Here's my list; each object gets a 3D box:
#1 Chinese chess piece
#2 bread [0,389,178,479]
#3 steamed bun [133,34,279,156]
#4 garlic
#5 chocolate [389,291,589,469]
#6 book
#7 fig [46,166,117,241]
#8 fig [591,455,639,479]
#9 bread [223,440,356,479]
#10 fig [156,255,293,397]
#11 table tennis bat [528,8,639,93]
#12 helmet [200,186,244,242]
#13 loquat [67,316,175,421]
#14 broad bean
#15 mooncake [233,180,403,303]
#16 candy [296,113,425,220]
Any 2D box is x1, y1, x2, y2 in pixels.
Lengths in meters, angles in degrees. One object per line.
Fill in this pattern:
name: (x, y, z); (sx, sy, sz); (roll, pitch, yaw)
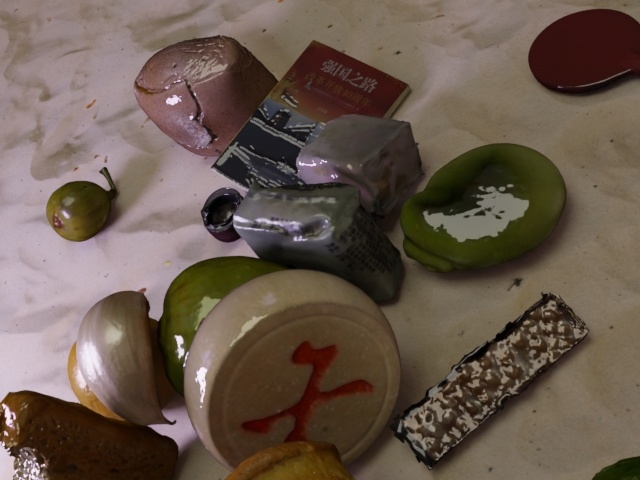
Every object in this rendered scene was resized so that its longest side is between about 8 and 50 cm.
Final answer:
Chinese chess piece: (-0.042, 0.207, 1.385); (0.338, 0.338, 0.140); (-42, 31, -2)
bread: (-0.386, 0.362, 1.455); (0.109, 0.380, 0.185); (11, 74, 34)
steamed bun: (-0.259, -0.304, 2.020); (0.301, 0.251, 0.199); (-13, 61, 30)
garlic: (-0.322, 0.196, 1.524); (0.145, 0.164, 0.245); (-27, 68, 22)
chocolate: (0.258, 0.214, 1.377); (0.329, 0.065, 0.102); (-40, 63, 1)
book: (-0.022, -0.233, 1.888); (0.262, 0.028, 0.374); (30, 76, 27)
fig: (-0.547, -0.075, 2.115); (0.148, 0.186, 0.142); (33, 118, 30)
fig: (0.386, 0.334, 1.069); (0.203, 0.235, 0.203); (-22, 43, 22)
bread: (-0.059, 0.445, 1.216); (0.204, 0.358, 0.337); (37, 105, 26)
fig: (-0.116, 0.148, 1.552); (0.326, 0.258, 0.258); (-10, 47, -2)
table tennis bat: (0.516, -0.341, 1.657); (0.200, 0.038, 0.310); (-48, 44, -8)
helmet: (-0.192, -0.046, 1.876); (0.098, 0.070, 0.123); (-22, 40, 10)
loquat: (-0.360, 0.232, 1.674); (0.208, 0.208, 0.208); (-18, 48, 21)
broad bean: (0.270, -0.056, 1.538); (0.291, 0.119, 0.238); (-19, 47, 19)
mooncake: (0.001, -0.005, 1.585); (0.250, 0.254, 0.136); (3, 56, 32)
candy: (0.073, -0.138, 1.700); (0.195, 0.137, 0.185); (14, 48, 41)
